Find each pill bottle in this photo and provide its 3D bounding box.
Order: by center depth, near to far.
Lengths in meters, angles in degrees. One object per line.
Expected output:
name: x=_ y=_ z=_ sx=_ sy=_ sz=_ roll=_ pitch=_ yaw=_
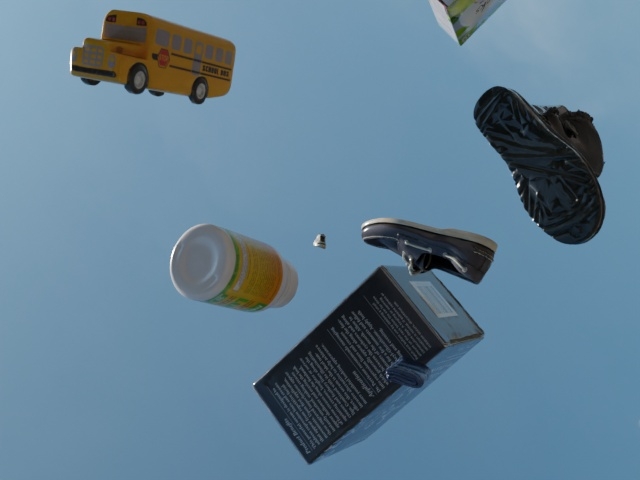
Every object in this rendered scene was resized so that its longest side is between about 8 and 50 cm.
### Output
pill bottle: x=-0.148 y=0.060 z=1.442 sx=0.246 sy=0.136 sz=0.136 roll=22 pitch=-131 yaw=-56

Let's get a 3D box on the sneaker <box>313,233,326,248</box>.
sneaker: x=0.000 y=0.000 z=2.062 sx=0.032 sy=0.083 sz=0.036 roll=21 pitch=-87 yaw=-13

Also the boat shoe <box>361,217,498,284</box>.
boat shoe: x=0.136 y=0.015 z=1.059 sx=0.075 sy=0.206 sz=0.064 roll=32 pitch=-108 yaw=-51

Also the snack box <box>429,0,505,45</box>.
snack box: x=0.168 y=-0.265 z=0.749 sx=0.037 sy=0.141 sz=0.100 roll=48 pitch=-172 yaw=16

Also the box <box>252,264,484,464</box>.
box: x=0.108 y=0.257 z=1.669 sx=0.212 sy=0.395 sz=0.294 roll=52 pitch=-160 yaw=19

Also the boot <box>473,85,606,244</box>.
boot: x=0.332 y=-0.100 z=1.045 sx=0.207 sy=0.094 sz=0.246 roll=2 pitch=-131 yaw=-45

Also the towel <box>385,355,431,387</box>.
towel: x=0.156 y=0.230 z=1.363 sx=0.119 sy=0.067 sz=0.029 roll=5 pitch=-79 yaw=-74

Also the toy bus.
toy bus: x=-0.280 y=-0.315 z=1.362 sx=0.333 sy=0.108 sz=0.130 roll=-9 pitch=-69 yaw=-65
